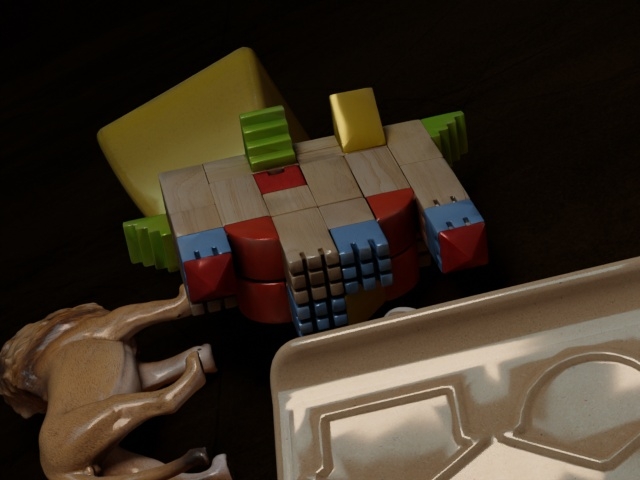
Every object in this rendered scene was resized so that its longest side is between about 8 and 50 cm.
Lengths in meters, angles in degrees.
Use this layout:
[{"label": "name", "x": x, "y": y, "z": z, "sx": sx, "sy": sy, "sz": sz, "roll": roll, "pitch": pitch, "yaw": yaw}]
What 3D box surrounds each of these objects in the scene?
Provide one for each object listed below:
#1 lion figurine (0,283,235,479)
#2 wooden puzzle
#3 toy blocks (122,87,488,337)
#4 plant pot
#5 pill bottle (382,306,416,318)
[{"label": "lion figurine", "x": -0.225, "y": 0.165, "z": 1.608, "sx": 0.240, "sy": 0.142, "sz": 0.392, "roll": -17, "pitch": 18, "yaw": -1}, {"label": "wooden puzzle", "x": 0.134, "y": 0.200, "z": 1.099, "sx": 0.322, "sy": 0.080, "sz": 0.347, "roll": -14, "pitch": 53, "yaw": 10}, {"label": "toy blocks", "x": 0.000, "y": 0.000, "z": 1.598, "sx": 0.382, "sy": 0.190, "sz": 0.261, "roll": -12, "pitch": 31, "yaw": -7}, {"label": "plant pot", "x": -0.106, "y": -0.054, "z": 1.831, "sx": 0.212, "sy": 0.212, "sz": 0.187, "roll": -30, "pitch": 38, "yaw": 6}, {"label": "pill bottle", "x": 0.065, "y": 0.123, "z": 1.456, "sx": 0.067, "sy": 0.067, "sz": 0.120, "roll": -10, "pitch": 33, "yaw": 39}]
